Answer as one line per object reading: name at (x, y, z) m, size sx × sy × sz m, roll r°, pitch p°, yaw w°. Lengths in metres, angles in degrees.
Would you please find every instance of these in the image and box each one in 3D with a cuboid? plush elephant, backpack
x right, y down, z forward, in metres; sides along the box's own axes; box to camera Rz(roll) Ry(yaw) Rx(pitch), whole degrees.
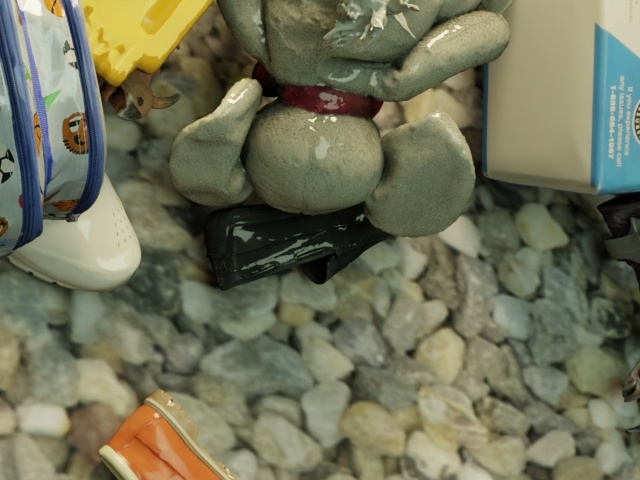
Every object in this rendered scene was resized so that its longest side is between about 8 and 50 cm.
plush elephant at (0.012, -0.136, 1.359) m, size 0.272 × 0.330 × 0.255 m, roll 18°, pitch 113°, yaw -4°
backpack at (-0.258, -0.093, 1.088) m, size 0.213 × 0.263 × 0.276 m, roll -17°, pitch 93°, yaw -13°

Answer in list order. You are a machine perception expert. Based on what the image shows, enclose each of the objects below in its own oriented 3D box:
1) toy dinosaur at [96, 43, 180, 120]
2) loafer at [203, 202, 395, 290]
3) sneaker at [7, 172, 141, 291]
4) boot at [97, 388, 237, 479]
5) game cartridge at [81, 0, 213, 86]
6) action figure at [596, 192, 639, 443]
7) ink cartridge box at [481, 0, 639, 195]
toy dinosaur at (-0.147, -0.261, 1.344) m, size 0.200 × 0.127 × 0.296 m, roll 36°, pitch 83°, yaw -19°
loafer at (0.000, 0.000, 1.434) m, size 0.223 × 0.076 × 0.078 m, roll -7°, pitch 95°, yaw -27°
sneaker at (-0.245, -0.081, 1.284) m, size 0.111 × 0.129 × 0.297 m, roll -44°, pitch 103°, yaw -28°
boot at (-0.118, 0.213, 1.344) m, size 0.084 × 0.059 × 0.158 m, roll -41°, pitch 93°, yaw -24°
game cartridge at (-0.184, -0.318, 1.230) m, size 0.323 × 0.052 × 0.285 m, roll 39°, pitch 86°, yaw -9°
action figure at (0.360, 0.085, 1.593) m, size 0.185 × 0.099 × 0.285 m, roll -24°, pitch 97°, yaw -38°
ink cartridge box at (0.356, -0.202, 1.540) m, size 0.395 × 0.166 × 0.285 m, roll -5°, pitch 100°, yaw -35°
